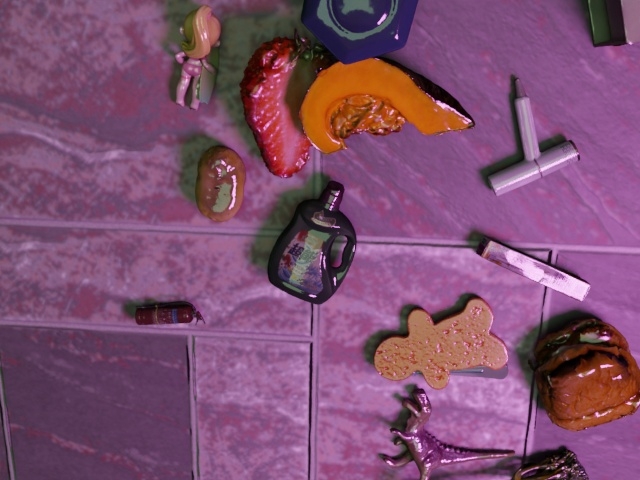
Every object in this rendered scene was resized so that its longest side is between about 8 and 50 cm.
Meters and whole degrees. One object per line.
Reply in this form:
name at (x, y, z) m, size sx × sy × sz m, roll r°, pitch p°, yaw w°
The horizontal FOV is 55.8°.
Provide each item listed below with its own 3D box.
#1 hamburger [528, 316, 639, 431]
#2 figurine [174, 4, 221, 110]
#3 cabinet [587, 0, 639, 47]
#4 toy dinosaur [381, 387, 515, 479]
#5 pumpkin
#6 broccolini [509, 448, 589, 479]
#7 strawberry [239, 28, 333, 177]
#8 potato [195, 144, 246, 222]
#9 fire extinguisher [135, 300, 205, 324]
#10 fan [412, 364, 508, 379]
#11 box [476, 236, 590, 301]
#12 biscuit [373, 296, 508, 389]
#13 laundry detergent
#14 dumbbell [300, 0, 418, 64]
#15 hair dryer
hamburger at (0.492, 0.257, 1.111) m, size 0.183 × 0.130 × 0.206 m, roll -23°, pitch 104°, yaw 13°
figurine at (-0.214, -0.314, 1.047) m, size 0.083 × 0.083 × 0.187 m, roll 21°, pitch 116°, yaw -1°
cabinet at (0.533, -0.395, 0.917) m, size 0.206 × 0.145 × 0.150 m, roll -13°, pitch 105°, yaw 9°
toy dinosaur at (0.235, 0.425, 1.211) m, size 0.251 × 0.072 × 0.200 m, roll 41°, pitch 97°, yaw 2°
pumpkin at (0.101, -0.252, 0.982) m, size 0.278 × 0.111 × 0.163 m, roll -8°, pitch 136°, yaw 8°
broccolini at (0.333, 0.504, 1.201) m, size 0.392 × 0.079 × 0.074 m, roll -15°, pitch 119°, yaw 4°
strawberry at (-0.073, -0.243, 1.042) m, size 0.175 × 0.107 × 0.236 m, roll 16°, pitch 114°, yaw -40°
potato at (-0.182, -0.105, 1.099) m, size 0.091 × 0.070 × 0.138 m, roll 9°, pitch 108°, yaw -3°
fire extinguisher at (-0.297, 0.146, 1.196) m, size 0.132 × 0.039 × 0.056 m, roll -4°, pitch 114°, yaw 6°
fan at (0.271, 0.258, 1.187) m, size 0.193 × 0.016 × 0.038 m, roll -2°, pitch 107°, yaw 5°
box at (0.387, 0.051, 1.102) m, size 0.207 × 0.050 × 0.041 m, roll 23°, pitch 103°, yaw -2°
biscuit at (0.222, 0.202, 1.164) m, size 0.250 × 0.036 × 0.165 m, roll -20°, pitch 94°, yaw 9°
laundry detergent at (0.000, 0.000, 1.111) m, size 0.144 × 0.078 × 0.222 m, roll 26°, pitch 104°, yaw -4°
dumbbell at (0.054, -0.348, 0.878) m, size 0.160 × 0.325 × 0.144 m, roll 41°, pitch 108°, yaw -12°
hair dryer at (0.341, -0.189, 1.050) m, size 0.155 × 0.044 × 0.183 m, roll -25°, pitch 97°, yaw 10°
